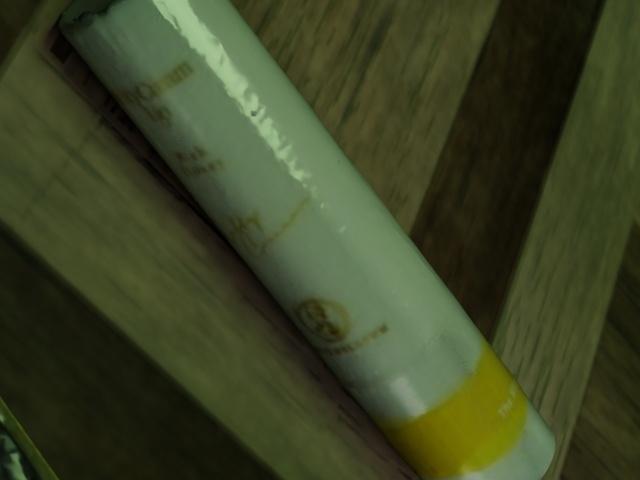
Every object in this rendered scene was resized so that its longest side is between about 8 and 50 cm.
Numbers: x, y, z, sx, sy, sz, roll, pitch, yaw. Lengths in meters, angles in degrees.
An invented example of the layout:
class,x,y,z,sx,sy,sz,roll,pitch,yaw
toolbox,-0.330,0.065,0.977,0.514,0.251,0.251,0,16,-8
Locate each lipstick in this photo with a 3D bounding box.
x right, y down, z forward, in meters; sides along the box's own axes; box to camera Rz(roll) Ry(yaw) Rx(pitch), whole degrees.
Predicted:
class,x,y,z,sx,sy,sz,roll,pitch,yaw
lipstick,0.000,0.000,0.708,0.264,0.059,0.059,53,45,-22

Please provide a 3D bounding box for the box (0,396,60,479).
class,x,y,z,sx,sy,sz,roll,pitch,yaw
box,-0.135,0.119,0.510,0.240,0.071,0.159,57,46,-17
